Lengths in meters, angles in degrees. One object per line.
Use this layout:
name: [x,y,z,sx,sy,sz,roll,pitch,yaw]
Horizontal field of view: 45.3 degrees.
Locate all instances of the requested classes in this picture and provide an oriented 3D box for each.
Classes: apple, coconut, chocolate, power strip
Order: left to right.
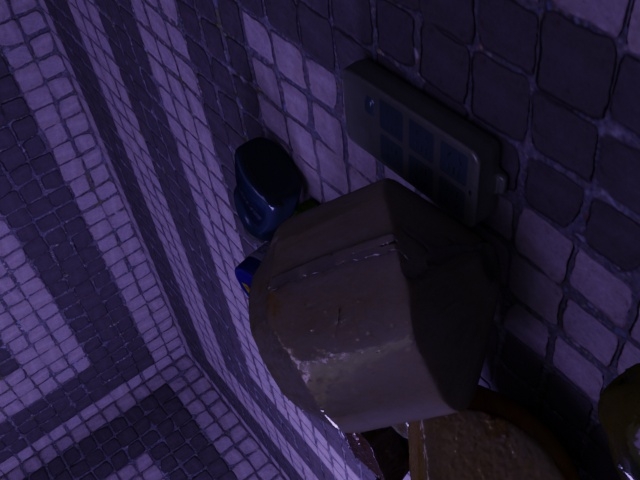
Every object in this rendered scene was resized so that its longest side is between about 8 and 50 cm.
chocolate: [0.119,0.438,1.708,0.148,0.093,0.214,35,151,43]
coconut: [0.082,0.083,0.962,0.323,0.323,0.323,47,158,26]
power strip: [0.116,-0.125,0.940,0.270,0.046,0.118,42,156,36]
apple: [0.222,0.341,1.105,0.314,0.252,0.309,39,-179,8]

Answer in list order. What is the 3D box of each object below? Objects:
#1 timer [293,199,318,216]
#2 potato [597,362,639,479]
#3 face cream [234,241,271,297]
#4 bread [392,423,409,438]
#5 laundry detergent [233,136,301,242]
timer: [0.000,0.000,1.392,0.140,0.047,0.128,48,158,23]
potato: [0.371,0.231,0.739,0.248,0.143,0.169,54,149,11]
face cream: [-0.073,0.101,1.599,0.206,0.111,0.206,41,159,20]
bread: [0.129,0.306,1.530,0.172,0.064,0.232,61,158,-10]
laundry detergent: [-0.115,-0.076,1.476,0.143,0.094,0.290,51,159,12]
